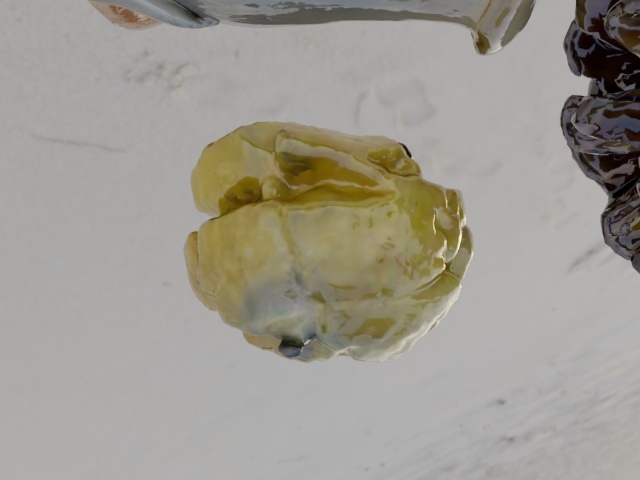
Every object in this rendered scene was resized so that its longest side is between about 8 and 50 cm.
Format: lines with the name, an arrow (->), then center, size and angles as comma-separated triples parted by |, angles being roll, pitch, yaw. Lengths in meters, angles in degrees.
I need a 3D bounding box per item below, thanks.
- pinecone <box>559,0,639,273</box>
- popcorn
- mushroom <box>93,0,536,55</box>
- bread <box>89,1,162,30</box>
pinecone -> 0.274, -0.071, 0.515 | 0.296, 0.242, 0.298 | -18, 144, -17
popcorn -> 0.000, 0.000, 0.573 | 0.152, 0.167, 0.148 | -73, -170, -53
mushroom -> -0.024, -0.133, 0.415 | 0.247, 0.096, 0.108 | 8, 151, 13
bread -> -0.140, -0.290, 0.781 | 0.204, 0.156, 0.288 | -52, 175, -13
